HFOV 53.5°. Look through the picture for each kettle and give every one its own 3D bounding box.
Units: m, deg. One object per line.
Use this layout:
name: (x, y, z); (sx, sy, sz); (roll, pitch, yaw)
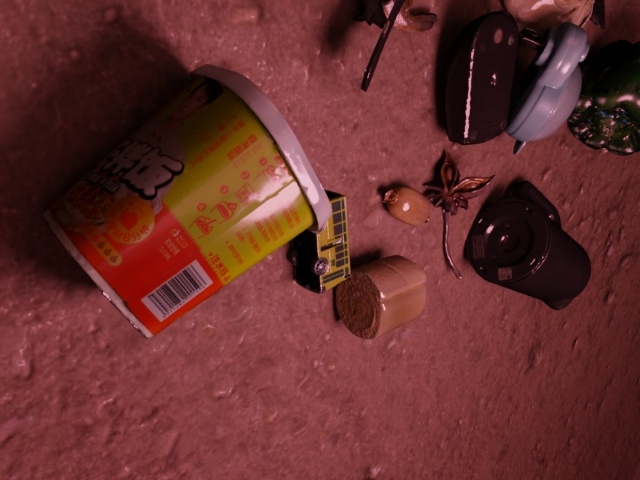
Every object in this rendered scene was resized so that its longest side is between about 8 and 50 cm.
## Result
kettle: (0.512, 0.017, 1.567); (0.203, 0.262, 0.308); (-41, 142, 25)

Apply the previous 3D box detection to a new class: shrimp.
shrimp: (0.224, -0.490, 1.208); (0.296, 0.058, 0.169); (-21, 124, -29)

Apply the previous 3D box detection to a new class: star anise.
star anise: (0.312, -0.053, 1.413); (0.227, 0.148, 0.218); (63, 25, -64)

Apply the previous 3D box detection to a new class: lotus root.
lotus root: (0.180, -0.072, 1.308); (0.150, 0.062, 0.073); (23, 90, -44)

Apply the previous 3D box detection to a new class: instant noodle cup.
instant noodle cup: (-0.191, -0.047, 0.889); (0.308, 0.294, 0.294); (-40, 127, -14)

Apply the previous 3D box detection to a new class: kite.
kite: (0.612, -0.621, 1.417); (0.015, 0.152, 0.285); (-11, 131, 6)

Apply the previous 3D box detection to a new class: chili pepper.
chili pepper: (0.753, -0.367, 1.587); (0.256, 0.233, 0.248); (-55, 148, -20)

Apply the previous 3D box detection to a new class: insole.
insole: (0.130, -0.393, 1.078); (0.110, 0.012, 0.309); (97, 15, -78)

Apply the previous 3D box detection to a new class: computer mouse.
computer mouse: (0.318, -0.332, 1.306); (0.170, 0.100, 0.269); (-20, 122, -35)

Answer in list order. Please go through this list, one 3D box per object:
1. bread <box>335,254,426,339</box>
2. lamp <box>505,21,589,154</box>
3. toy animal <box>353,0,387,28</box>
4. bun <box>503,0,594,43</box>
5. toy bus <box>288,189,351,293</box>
bread: (0.123, 0.111, 1.279); (0.141, 0.134, 0.148); (-16, 127, -40)
lamp: (0.482, -0.332, 1.364); (0.284, 0.147, 0.209); (84, 22, -49)
toy animal: (0.055, -0.455, 1.042); (0.217, 0.176, 0.073); (32, 69, -18)
bun: (0.511, -0.564, 1.356); (0.287, 0.146, 0.287); (-12, 109, -39)
toy bus: (0.000, 0.000, 1.166); (0.101, 0.088, 0.175); (-21, 117, -35)
